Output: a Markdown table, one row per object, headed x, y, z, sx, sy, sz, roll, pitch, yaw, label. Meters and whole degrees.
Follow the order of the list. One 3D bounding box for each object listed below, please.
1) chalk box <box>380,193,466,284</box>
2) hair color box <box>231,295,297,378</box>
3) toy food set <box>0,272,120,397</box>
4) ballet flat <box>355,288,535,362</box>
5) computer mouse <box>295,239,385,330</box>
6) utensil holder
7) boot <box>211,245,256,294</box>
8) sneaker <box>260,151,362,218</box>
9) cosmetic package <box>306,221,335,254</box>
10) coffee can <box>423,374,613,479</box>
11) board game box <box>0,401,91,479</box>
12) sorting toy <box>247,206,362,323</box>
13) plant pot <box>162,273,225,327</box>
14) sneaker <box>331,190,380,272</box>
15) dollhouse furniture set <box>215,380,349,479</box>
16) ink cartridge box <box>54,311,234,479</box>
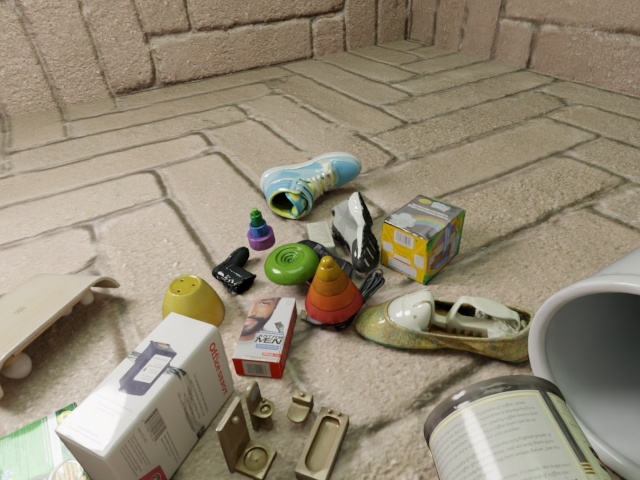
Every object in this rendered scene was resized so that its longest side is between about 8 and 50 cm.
| x | y | z | sx | sy | sz | roll | pitch | yaw | label |
| --- | --- | --- | --- | --- | --- | --- | --- | --- | --- |
| 0.262 | -0.018 | 1.047 | 0.132 | 0.132 | 0.213 | 27 | 45 | 36 | chalk box |
| -0.107 | 0.189 | 0.859 | 0.093 | 0.054 | 0.167 | 2 | 35 | 7 | hair color box |
| -0.607 | 0.180 | 0.898 | 0.219 | 0.093 | 0.306 | 0 | 34 | 25 | toy food set |
| 0.241 | 0.151 | 0.831 | 0.348 | 0.123 | 0.123 | 7 | 37 | 14 | ballet flat |
| 0.002 | 0.106 | 0.969 | 0.261 | 0.060 | 0.184 | 23 | 59 | 34 | computer mouse |
| 0.582 | 0.146 | 0.648 | 0.385 | 0.328 | 0.327 | -20 | 40 | -26 | utensil holder |
| -0.193 | 0.072 | 1.030 | 0.099 | 0.045 | 0.121 | 25 | 52 | 36 | boot |
| -0.016 | -0.153 | 1.259 | 0.318 | 0.127 | 0.208 | -15 | 35 | 0 | sneaker |
| 0.000 | 0.000 | 1.116 | 0.060 | 0.041 | 0.115 | -6 | 37 | -5 | cosmetic package |
| 0.259 | 0.335 | 0.505 | 0.201 | 0.202 | 0.275 | -5 | 36 | -3 | coffee can |
| -0.419 | 0.380 | 0.645 | 0.136 | 0.030 | 0.259 | -24 | 41 | -23 | board game box |
| -0.057 | 0.025 | 0.924 | 0.127 | 0.126 | 0.365 | -31 | 45 | -25 | sorting toy |
| -0.280 | 0.129 | 0.916 | 0.134 | 0.095 | 0.134 | -2 | 36 | 1 | plant pot |
| 0.083 | -0.012 | 1.099 | 0.107 | 0.100 | 0.272 | -23 | 37 | 15 | sneaker |
| -0.049 | 0.287 | 0.660 | 0.151 | 0.123 | 0.144 | 11 | 39 | 19 | dollhouse furniture set |
| -0.253 | 0.259 | 0.672 | 0.100 | 0.172 | 0.237 | 14 | 39 | 22 | ink cartridge box |
